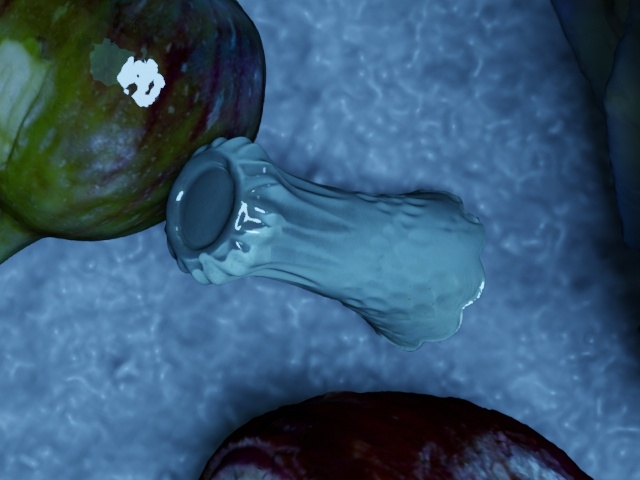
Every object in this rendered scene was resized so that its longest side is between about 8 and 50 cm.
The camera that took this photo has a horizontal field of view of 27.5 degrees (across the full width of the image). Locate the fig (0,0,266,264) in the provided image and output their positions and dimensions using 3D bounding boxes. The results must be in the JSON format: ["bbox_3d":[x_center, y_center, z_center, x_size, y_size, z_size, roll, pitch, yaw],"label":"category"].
[{"bbox_3d":[-0.137,-0.036,0.613,0.149,0.149,0.245,44,106,2],"label":"fig"}]

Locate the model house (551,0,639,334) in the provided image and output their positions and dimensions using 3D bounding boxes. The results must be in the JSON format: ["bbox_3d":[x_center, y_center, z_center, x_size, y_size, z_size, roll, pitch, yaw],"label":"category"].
[{"bbox_3d":[0.221,-0.163,0.486,0.334,0.382,0.343,-22,53,1],"label":"model house"}]

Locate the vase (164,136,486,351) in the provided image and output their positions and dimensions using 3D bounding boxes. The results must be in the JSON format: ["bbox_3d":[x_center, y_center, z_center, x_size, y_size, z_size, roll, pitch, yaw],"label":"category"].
[{"bbox_3d":[0.000,0.000,0.583,0.081,0.148,0.081,-12,71,40],"label":"vase"}]

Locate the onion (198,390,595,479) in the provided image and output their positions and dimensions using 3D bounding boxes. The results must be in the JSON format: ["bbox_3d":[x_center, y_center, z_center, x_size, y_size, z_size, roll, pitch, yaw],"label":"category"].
[{"bbox_3d":[0.052,0.170,0.568,0.206,0.216,0.207,6,49,-28],"label":"onion"}]
